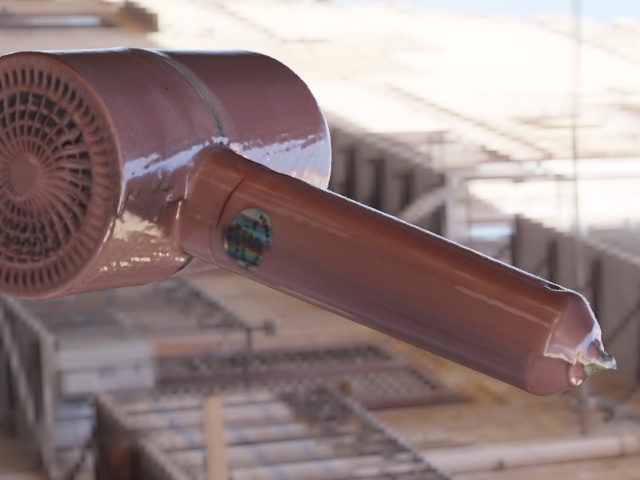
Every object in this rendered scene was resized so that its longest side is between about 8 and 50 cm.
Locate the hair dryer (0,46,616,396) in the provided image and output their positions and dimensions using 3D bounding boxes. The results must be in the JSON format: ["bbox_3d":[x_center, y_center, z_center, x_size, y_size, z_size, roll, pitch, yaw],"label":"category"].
[{"bbox_3d":[0.000,0.000,0.985,0.352,0.210,0.125,24,-73,28],"label":"hair dryer"}]
